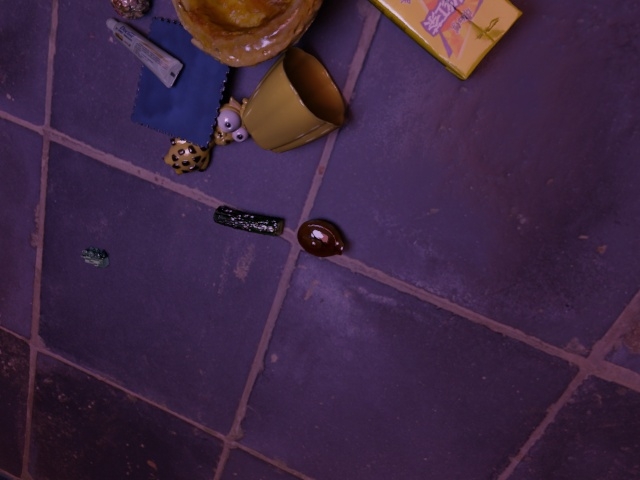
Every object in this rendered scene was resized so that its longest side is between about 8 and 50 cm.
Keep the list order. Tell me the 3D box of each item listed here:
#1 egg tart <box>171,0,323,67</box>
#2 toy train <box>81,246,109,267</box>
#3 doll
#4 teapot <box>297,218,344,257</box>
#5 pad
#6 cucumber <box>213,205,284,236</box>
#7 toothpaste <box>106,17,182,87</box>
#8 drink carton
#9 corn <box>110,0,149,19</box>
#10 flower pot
[{"bbox_3d":[-0.127,-0.532,0.871,0.387,0.169,0.388,1,91,25],"label":"egg tart"},{"bbox_3d":[-0.700,0.052,1.337,0.083,0.033,0.053,11,115,12],"label":"toy train"},{"bbox_3d":[-0.273,-0.254,1.085,0.291,0.086,0.117,-27,136,21],"label":"doll"},{"bbox_3d":[0.000,0.000,1.103,0.129,0.078,0.098,23,114,6],"label":"teapot"},{"bbox_3d":[-0.338,-0.383,1.040,0.269,0.012,0.270,25,103,20],"label":"pad"},{"bbox_3d":[-0.193,-0.051,1.149,0.187,0.058,0.058,11,112,11],"label":"cucumber"},{"bbox_3d":[-0.434,-0.466,1.049,0.255,0.037,0.067,40,103,13],"label":"toothpaste"},{"bbox_3d":[0.206,-0.491,0.856,0.351,0.111,0.154,40,115,-2],"label":"drink carton"},{"bbox_3d":[-0.480,-0.659,0.997,0.092,0.092,0.281,-15,100,20],"label":"corn"},{"bbox_3d":[-0.071,-0.297,0.968,0.179,0.195,0.195,-26,101,34],"label":"flower pot"}]
